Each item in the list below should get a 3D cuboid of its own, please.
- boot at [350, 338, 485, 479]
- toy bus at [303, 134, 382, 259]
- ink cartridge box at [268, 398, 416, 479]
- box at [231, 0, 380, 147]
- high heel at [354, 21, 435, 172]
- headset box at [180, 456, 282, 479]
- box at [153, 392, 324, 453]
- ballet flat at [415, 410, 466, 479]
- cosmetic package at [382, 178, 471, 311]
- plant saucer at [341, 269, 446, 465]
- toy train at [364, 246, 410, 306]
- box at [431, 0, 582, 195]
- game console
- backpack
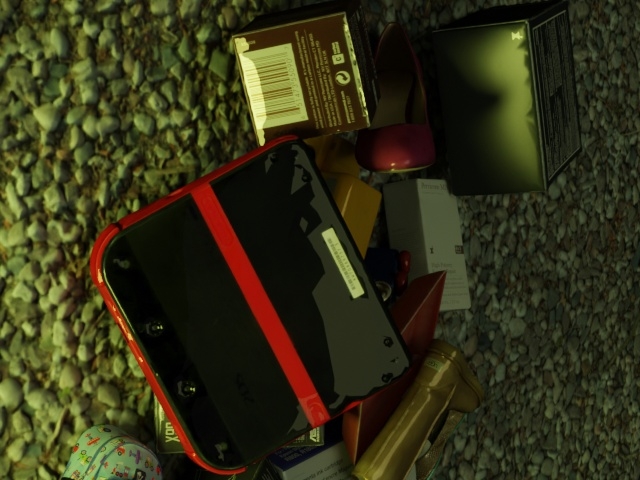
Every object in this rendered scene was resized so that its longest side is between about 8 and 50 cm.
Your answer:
[{"bbox_3d":[0.164,0.324,2.012,0.270,0.089,0.236,-58,144,-18],"label":"boot"},{"bbox_3d":[0.000,0.000,1.856,0.108,0.130,0.333,29,72,-45],"label":"toy bus"},{"bbox_3d":[0.037,0.390,1.983,0.324,0.071,0.330,-20,110,-45],"label":"ink cartridge box"},{"bbox_3d":[-0.015,-0.249,1.729,0.203,0.167,0.169,-68,146,-70],"label":"box"},{"bbox_3d":[0.109,-0.224,1.862,0.377,0.127,0.181,-95,-179,-71],"label":"high heel"},{"bbox_3d":[-0.136,0.488,1.704,0.246,0.131,0.283,64,37,-33],"label":"headset box"},{"bbox_3d":[-0.117,0.143,1.694,0.242,0.076,0.308,-2,96,-12],"label":"box"},{"bbox_3d":[0.197,0.357,2.165,0.067,0.073,0.206,46,54,-16],"label":"ballet flat"},{"bbox_3d":[0.184,0.011,2.060,0.117,0.085,0.231,-1,83,-49],"label":"cosmetic package"},{"bbox_3d":[0.109,0.197,1.902,0.259,0.047,0.258,-52,159,-32],"label":"plant saucer"},{"bbox_3d":[0.087,0.115,1.925,0.248,0.105,0.143,-73,165,-67],"label":"toy train"},{"bbox_3d":[0.337,-0.260,2.116,0.294,0.182,0.296,-36,120,-61],"label":"box"},{"bbox_3d":[-0.094,0.095,1.633,0.342,0.060,0.387,-29,100,-13],"label":"game console"},{"bbox_3d":[-0.276,0.342,1.601,0.158,0.116,0.173,41,62,-43],"label":"backpack"}]
